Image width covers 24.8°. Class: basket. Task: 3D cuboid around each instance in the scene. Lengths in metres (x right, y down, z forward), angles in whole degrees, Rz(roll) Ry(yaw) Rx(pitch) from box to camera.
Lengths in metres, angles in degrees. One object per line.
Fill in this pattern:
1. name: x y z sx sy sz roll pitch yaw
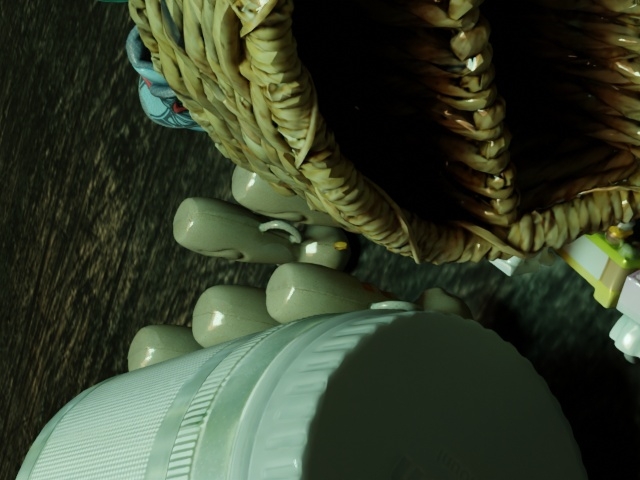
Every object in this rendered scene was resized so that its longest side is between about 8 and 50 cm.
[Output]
1. basket: 0.063 -0.119 0.561 0.223 0.213 0.299 29 151 32

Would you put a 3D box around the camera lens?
1. camera lens: -0.022 0.159 0.776 0.274 0.219 0.219 -20 77 47

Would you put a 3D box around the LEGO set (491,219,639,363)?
1. LEGO set: 0.095 -0.057 0.745 0.287 0.132 0.107 32 119 27

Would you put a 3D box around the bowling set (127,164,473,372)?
1. bowling set: 0.000 0.000 0.939 0.287 0.154 0.200 -21 59 60

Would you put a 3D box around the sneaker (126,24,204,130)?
1. sneaker: -0.089 -0.145 1.042 0.262 0.125 0.104 -22 75 58
